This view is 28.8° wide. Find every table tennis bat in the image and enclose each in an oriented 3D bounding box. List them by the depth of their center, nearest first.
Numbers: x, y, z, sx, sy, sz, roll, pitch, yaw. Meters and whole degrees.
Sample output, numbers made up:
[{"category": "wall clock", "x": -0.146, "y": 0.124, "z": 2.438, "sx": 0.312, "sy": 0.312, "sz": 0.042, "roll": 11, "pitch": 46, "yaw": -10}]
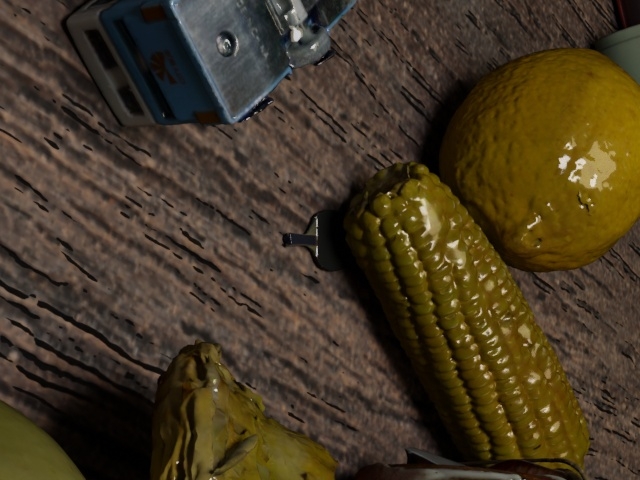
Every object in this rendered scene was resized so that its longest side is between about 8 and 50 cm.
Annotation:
[{"category": "table tennis bat", "x": 0.000, "y": 0.000, "z": 0.995, "sx": 0.083, "sy": 0.007, "sz": 0.050, "roll": 1, "pitch": 86, "yaw": -51}]

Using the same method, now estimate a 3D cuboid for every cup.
[{"category": "cup", "x": 0.354, "y": -0.161, "z": 1.345, "sx": 0.120, "sy": 0.120, "sz": 0.141, "roll": -17, "pitch": 93, "yaw": -49}]

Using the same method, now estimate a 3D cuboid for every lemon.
[{"category": "lemon", "x": 0.204, "y": -0.072, "z": 1.102, "sx": 0.256, "sy": 0.188, "sz": 0.188, "roll": -54, "pitch": 126, "yaw": -42}]

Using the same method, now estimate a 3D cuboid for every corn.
[{"category": "corn", "x": 0.131, "y": 0.090, "z": 1.057, "sx": 0.120, "sy": 0.120, "sz": 0.363, "roll": -55, "pitch": 127, "yaw": -36}]

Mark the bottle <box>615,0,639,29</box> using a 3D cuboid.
[{"category": "bottle", "x": 0.364, "y": -0.254, "z": 1.402, "sx": 0.060, "sy": 0.060, "sz": 0.164, "roll": -33, "pitch": 112, "yaw": -46}]

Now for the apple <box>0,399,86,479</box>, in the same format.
[{"category": "apple", "x": -0.204, "y": 0.199, "z": 0.562, "sx": 0.262, "sy": 0.262, "sz": 0.262, "roll": 5, "pitch": 83, "yaw": -49}]

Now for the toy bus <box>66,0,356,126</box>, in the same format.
[{"category": "toy bus", "x": -0.034, "y": -0.194, "z": 0.876, "sx": 0.297, "sy": 0.131, "sz": 0.106, "roll": -51, "pitch": 126, "yaw": -39}]

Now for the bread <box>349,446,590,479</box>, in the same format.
[{"category": "bread", "x": 0.123, "y": 0.236, "z": 0.962, "sx": 0.212, "sy": 0.224, "sz": 0.142, "roll": 11, "pitch": 75, "yaw": -26}]

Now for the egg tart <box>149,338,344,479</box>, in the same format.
[{"category": "egg tart", "x": -0.045, "y": 0.204, "z": 0.741, "sx": 0.116, "sy": 0.295, "sz": 0.294, "roll": 0, "pitch": 86, "yaw": -6}]
